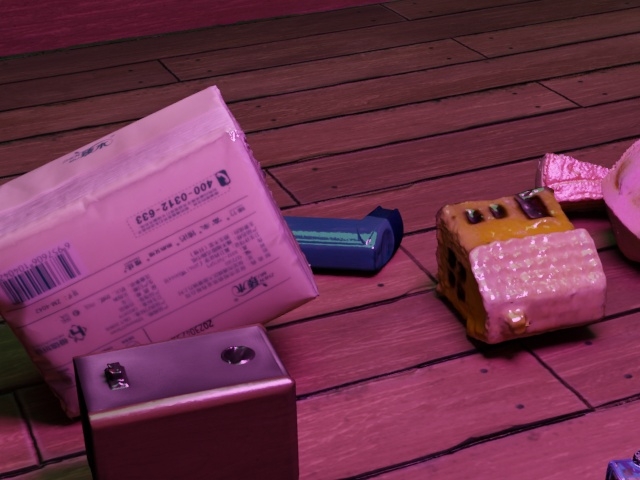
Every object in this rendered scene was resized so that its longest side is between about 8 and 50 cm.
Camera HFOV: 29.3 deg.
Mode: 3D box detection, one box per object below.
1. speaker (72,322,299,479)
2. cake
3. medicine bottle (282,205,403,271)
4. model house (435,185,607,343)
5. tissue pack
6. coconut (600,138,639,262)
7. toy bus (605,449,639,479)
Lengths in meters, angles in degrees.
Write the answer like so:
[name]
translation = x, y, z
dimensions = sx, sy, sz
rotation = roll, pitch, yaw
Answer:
[speaker]
translation = -0.154, 0.214, 1.410
dimensions = 0.231, 0.192, 0.153
rotation = -9, 26, -15
[cake]
translation = 0.470, -0.074, 2.056
dimensions = 0.225, 0.090, 0.109
rotation = 15, -11, 4
[medicine bottle]
translation = 0.000, 0.000, 1.956
dimensions = 0.258, 0.079, 0.124
rotation = 1, 30, 9
[model house]
translation = 0.287, 0.059, 1.744
dimensions = 0.193, 0.175, 0.234
rotation = -8, 37, -13
[tissue pack]
translation = -0.229, 0.018, 1.586
dimensions = 0.380, 0.297, 0.207
rotation = -24, 29, -1
[coconut]
translation = 0.554, -0.065, 1.880
dimensions = 0.233, 0.245, 0.233
rotation = 34, 28, -20
[toy bus]
translation = 0.408, 0.273, 1.400
dimensions = 0.153, 0.051, 0.061
rotation = -6, 32, -7
